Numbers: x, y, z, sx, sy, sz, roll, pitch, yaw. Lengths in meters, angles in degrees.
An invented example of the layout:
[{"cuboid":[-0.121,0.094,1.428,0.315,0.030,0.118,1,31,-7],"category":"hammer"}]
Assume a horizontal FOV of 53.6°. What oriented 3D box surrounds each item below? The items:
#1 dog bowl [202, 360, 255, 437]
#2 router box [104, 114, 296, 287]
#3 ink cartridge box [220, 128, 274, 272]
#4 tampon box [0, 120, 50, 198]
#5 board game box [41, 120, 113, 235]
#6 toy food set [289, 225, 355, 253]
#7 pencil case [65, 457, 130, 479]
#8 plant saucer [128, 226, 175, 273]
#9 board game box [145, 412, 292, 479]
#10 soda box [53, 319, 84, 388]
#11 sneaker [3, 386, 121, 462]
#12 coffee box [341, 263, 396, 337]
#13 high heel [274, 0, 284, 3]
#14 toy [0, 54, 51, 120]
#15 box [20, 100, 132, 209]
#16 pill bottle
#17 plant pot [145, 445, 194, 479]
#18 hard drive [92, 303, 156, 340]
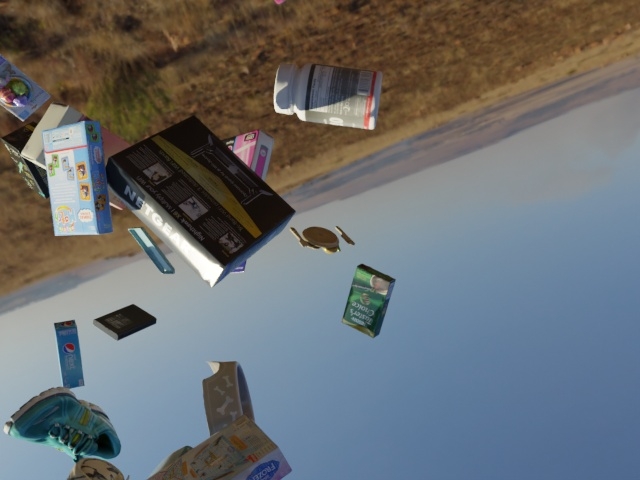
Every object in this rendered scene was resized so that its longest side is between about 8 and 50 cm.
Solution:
[{"cuboid":[-0.270,0.529,1.933,0.102,0.349,0.349,-12,-177,-3],"category":"dog bowl"},{"cuboid":[-0.238,-0.088,1.275,0.243,0.309,0.081,-41,172,-46],"category":"router box"},{"cuboid":[-0.231,-0.097,1.628,0.176,0.371,0.069,-6,158,42],"category":"ink cartridge box"},{"cuboid":[-0.755,-0.217,1.701,0.120,0.161,0.101,27,-126,37],"category":"tampon box"},{"cuboid":[-0.475,-0.117,1.233,0.160,0.211,0.039,0,-174,39],"category":"board game box"},{"cuboid":[0.000,0.000,2.012,0.192,0.038,0.132,-1,-148,-30],"category":"toy food set"},{"cuboid":[-0.754,0.861,1.910,0.410,0.183,0.160,-58,-160,-5],"category":"pencil case"},{"cuboid":[-0.525,0.031,1.985,0.067,0.192,0.018,-2,-141,40],"category":"plant saucer"},{"cuboid":[-0.247,0.517,1.356,0.318,0.066,0.319,-31,-173,-17],"category":"board game box"},{"cuboid":[-0.806,0.366,2.029,0.067,0.210,0.071,-8,-163,-26],"category":"soda box"},{"cuboid":[-0.456,0.346,1.162,0.107,0.110,0.275,-48,153,-5],"category":"sneaker"},{"cuboid":[0.133,0.170,1.772,0.113,0.184,0.040,26,-156,24],"category":"coffee box"},{"cuboid":[-0.112,-0.779,1.730,0.082,0.244,0.117,-8,178,-15],"category":"high heel"},{"cuboid":[-1.046,-0.508,2.137,0.137,0.056,0.237,-40,138,3],"category":"toy"},{"cuboid":[-0.541,-0.196,1.476,0.127,0.232,0.148,21,-100,49],"category":"box"},{"cuboid":[0.023,-0.406,1.762,0.283,0.161,0.161,8,-173,5],"category":"pill bottle"},{"cuboid":[-0.358,0.677,1.601,0.252,0.247,0.248,-60,178,9],"category":"plant pot"},{"cuboid":[-0.515,0.214,1.673,0.094,0.022,0.135,25,-155,25],"category":"hard drive"}]
